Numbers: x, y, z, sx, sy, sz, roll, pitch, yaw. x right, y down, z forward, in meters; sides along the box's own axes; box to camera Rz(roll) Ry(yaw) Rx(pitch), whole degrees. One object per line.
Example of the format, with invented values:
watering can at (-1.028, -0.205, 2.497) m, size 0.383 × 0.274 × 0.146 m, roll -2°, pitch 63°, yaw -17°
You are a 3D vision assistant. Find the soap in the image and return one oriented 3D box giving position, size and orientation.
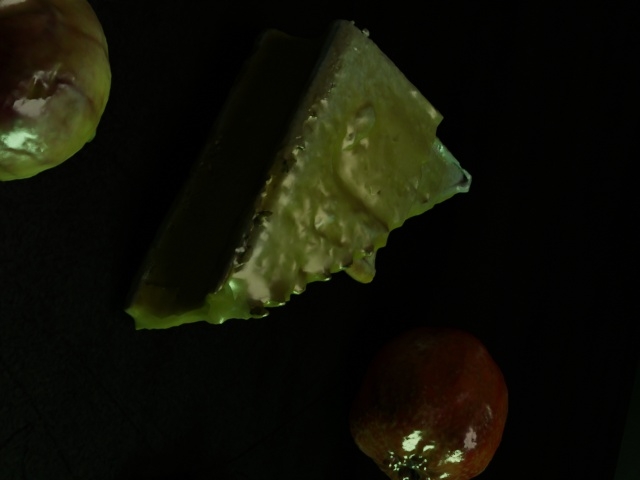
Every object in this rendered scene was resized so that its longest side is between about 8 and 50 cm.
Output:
soap at (0.000, 0.000, 1.029) m, size 0.304 × 0.169 × 0.338 m, roll 41°, pitch 64°, yaw -39°

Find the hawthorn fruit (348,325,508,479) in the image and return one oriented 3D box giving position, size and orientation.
hawthorn fruit at (0.153, 0.204, 1.348) m, size 0.253 × 0.205 × 0.205 m, roll -65°, pitch 148°, yaw -40°

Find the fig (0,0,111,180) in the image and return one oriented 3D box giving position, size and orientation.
fig at (-0.196, -0.111, 0.711) m, size 0.231 × 0.143 × 0.160 m, roll 14°, pitch 57°, yaw -58°

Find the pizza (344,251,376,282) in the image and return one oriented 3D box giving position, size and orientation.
pizza at (0.069, -0.055, 1.252) m, size 0.195 × 0.052 × 0.185 m, roll -60°, pitch 146°, yaw -26°
